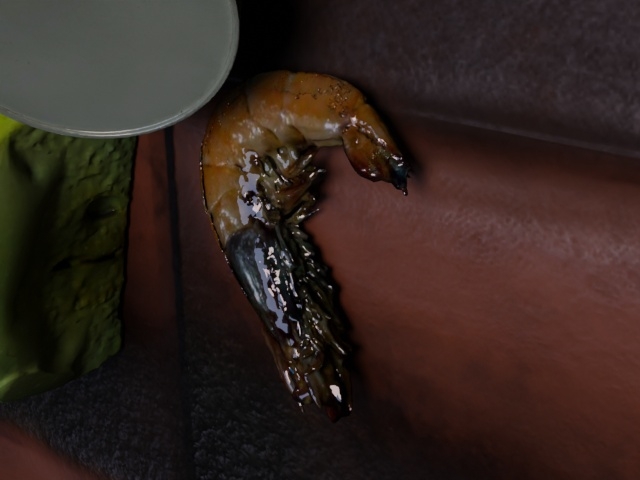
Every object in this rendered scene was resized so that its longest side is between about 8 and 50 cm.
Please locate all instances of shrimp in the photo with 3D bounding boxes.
[{"bbox_3d":[0.000,0.000,0.758,0.222,0.054,0.290,-21,86,44],"label":"shrimp"}]

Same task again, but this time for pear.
[{"bbox_3d":[-0.341,-0.008,0.879,0.239,0.318,0.342,26,121,25],"label":"pear"}]

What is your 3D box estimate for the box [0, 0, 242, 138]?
[{"bbox_3d":[-0.163,-0.203,0.676,0.226,0.149,0.226,2,141,2],"label":"box"}]
